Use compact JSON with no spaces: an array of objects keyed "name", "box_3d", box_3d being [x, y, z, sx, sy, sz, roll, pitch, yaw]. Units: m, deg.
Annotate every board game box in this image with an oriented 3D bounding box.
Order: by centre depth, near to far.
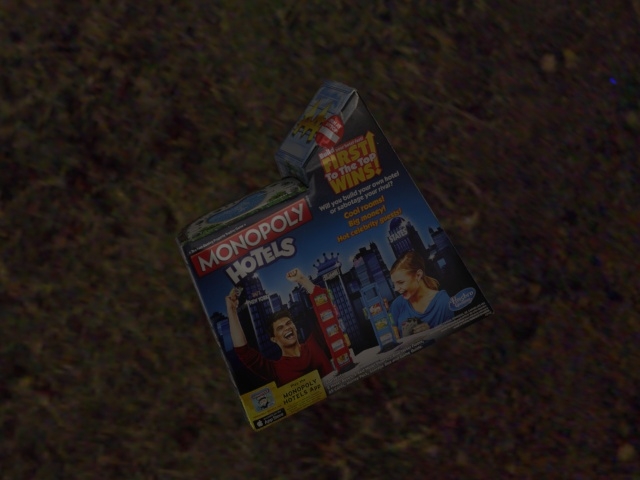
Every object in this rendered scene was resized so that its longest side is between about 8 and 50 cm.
[{"name":"board game box","box_3d":[0.000,0.000,0.964,0.194,0.194,0.060,-25,20,-15]}]
